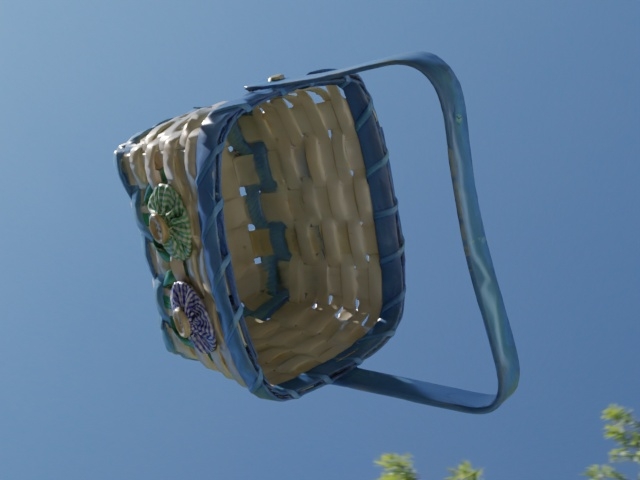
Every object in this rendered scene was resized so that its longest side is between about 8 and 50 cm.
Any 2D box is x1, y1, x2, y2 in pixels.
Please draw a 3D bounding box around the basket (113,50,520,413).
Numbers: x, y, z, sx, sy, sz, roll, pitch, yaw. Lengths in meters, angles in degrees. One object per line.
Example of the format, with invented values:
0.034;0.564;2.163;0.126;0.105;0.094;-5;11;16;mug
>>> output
0.000;0.000;0.908;0.289;0.201;0.255;-2;-72;38;basket
